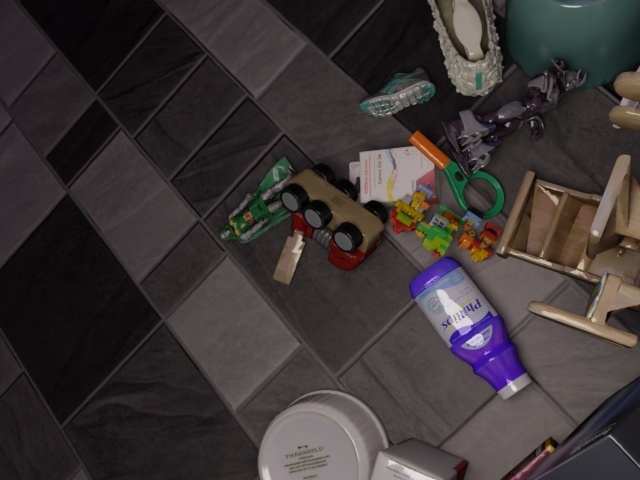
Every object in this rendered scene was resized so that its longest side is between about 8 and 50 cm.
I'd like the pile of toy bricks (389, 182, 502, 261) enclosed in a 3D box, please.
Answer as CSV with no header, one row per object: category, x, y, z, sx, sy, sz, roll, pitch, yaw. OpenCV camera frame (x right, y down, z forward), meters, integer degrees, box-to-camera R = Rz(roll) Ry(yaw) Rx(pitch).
pile of toy bricks,0.233,-0.013,1.217,0.212,0.118,0.105,33,65,3

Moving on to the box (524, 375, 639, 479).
box,0.493,0.322,0.941,0.294,0.296,0.182,-29,66,-29

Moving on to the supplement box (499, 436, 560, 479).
supplement box,0.370,0.448,1.131,0.188,0.104,0.081,-45,69,9

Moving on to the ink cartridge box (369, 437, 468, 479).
ink cartridge box,0.146,0.532,1.137,0.131,0.226,0.306,15,87,24

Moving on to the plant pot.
plant pot,0.483,-0.462,1.178,0.293,0.235,0.292,-4,79,21

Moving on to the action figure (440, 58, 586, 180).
action figure,0.376,-0.239,1.203,0.285,0.185,0.099,-31,62,7

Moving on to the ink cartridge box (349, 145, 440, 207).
ink cartridge box,0.148,-0.130,1.337,0.198,0.067,0.115,-4,80,20

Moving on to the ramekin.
ramekin,-0.001,0.440,1.262,0.273,0.127,0.272,-4,80,20

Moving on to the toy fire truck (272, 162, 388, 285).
toy fire truck,0.000,0.000,1.347,0.217,0.246,0.158,37,55,17

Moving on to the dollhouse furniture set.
dollhouse furniture set,0.427,-0.038,1.038,0.257,0.394,0.361,21,88,23

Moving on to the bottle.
bottle,0.290,0.169,1.216,0.118,0.092,0.282,-37,70,9

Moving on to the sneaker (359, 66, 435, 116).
sneaker,0.165,-0.325,1.378,0.167,0.065,0.076,-14,60,15

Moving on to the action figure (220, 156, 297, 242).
action figure,-0.138,-0.069,1.443,0.232,0.063,0.137,-38,73,15

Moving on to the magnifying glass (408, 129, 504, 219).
magnifying glass,0.270,-0.134,1.269,0.231,0.026,0.092,43,78,-1

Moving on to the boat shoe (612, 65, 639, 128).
boat shoe,0.618,-0.286,1.193,0.063,0.066,0.184,30,83,24

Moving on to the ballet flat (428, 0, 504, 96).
ballet flat,0.294,-0.500,1.313,0.147,0.147,0.408,-17,74,17
